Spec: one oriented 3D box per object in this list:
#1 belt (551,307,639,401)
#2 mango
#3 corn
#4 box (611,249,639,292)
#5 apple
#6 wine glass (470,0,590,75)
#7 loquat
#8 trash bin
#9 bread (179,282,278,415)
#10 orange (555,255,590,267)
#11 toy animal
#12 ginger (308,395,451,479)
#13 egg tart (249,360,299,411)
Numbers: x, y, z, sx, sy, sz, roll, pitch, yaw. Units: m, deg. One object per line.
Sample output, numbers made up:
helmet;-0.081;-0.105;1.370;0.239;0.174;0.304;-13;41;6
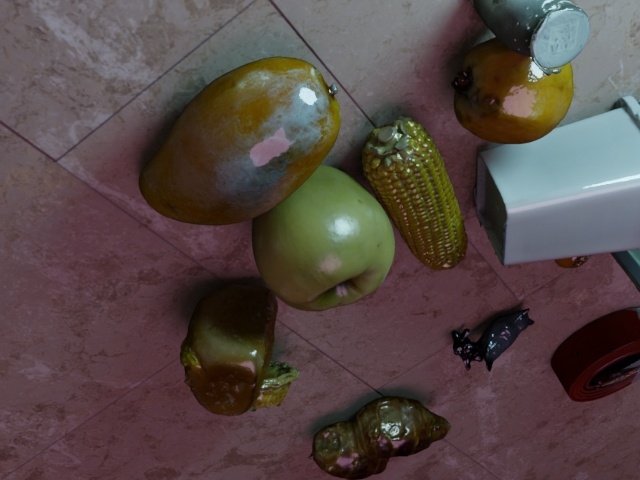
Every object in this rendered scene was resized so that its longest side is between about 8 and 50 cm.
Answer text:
belt;0.796;0.308;2.066;0.324;0.115;0.227;-34;136;12
mango;-0.135;-0.142;1.200;0.384;0.199;0.221;-26;143;23
corn;0.182;-0.081;1.426;0.144;0.144;0.387;-28;142;6
box;0.751;-0.016;1.647;0.117;0.225;0.225;10;127;-30
apple;0.000;0.000;1.350;0.262;0.262;0.262;-11;136;-11
wine glass;0.317;-0.347;1.163;0.111;0.204;0.111;-11;131;-13
loquat;0.325;-0.253;1.290;0.234;0.176;0.187;3;115;-28
trash bin;0.503;-0.083;1.452;0.367;0.296;0.256;-12;137;-2
bread;-0.184;0.204;1.501;0.176;0.246;0.195;12;124;1
orange;0.579;0.033;1.746;0.086;0.062;0.086;-10;137;-9
toy animal;0.433;0.243;1.858;0.210;0.117;0.121;-29;130;11
ginger;0.164;0.531;2.007;0.357;0.152;0.274;-28;137;8
egg tart;-0.143;0.318;1.652;0.212;0.090;0.212;-7;179;0
